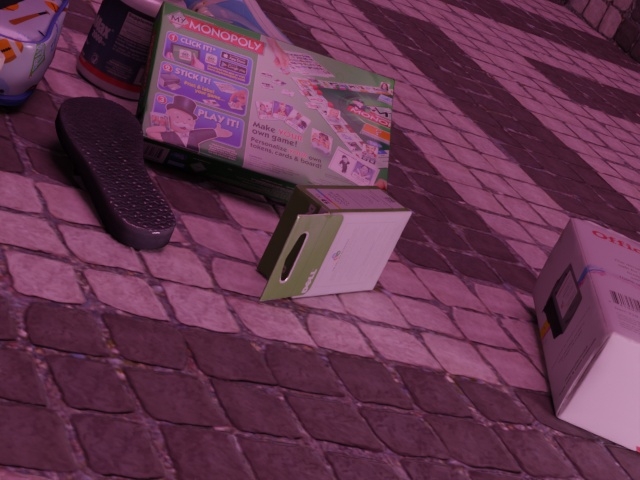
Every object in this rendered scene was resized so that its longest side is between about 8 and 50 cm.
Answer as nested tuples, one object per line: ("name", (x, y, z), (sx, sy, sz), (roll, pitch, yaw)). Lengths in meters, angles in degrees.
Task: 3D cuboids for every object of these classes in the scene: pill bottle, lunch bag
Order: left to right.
("lunch bag", (-0.453, -0.274, 1.668), (0.303, 0.115, 0.243), (22, 26, -10))
("pill bottle", (-0.233, -0.283, 1.855), (0.108, 0.180, 0.108), (24, 20, -9))

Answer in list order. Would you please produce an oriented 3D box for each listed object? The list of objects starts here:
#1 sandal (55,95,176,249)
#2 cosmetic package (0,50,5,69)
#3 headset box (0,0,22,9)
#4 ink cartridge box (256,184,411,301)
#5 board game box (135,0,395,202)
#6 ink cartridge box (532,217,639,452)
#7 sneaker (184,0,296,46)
("sandal", (-0.231, -0.072, 1.558), (0.097, 0.054, 0.254), (6, 38, -29))
("cosmetic package", (-0.459, -0.143, 1.284), (0.309, 0.160, 0.113), (1, 34, -48))
("headset box", (-0.418, -0.294, 1.376), (0.246, 0.283, 0.131), (14, 63, -65))
("ink cartridge box", (0.000, 0.000, 1.567), (0.062, 0.109, 0.209), (39, 24, 29))
("board game box", (-0.064, -0.155, 1.773), (0.317, 0.046, 0.213), (17, 54, -16))
("ink cartridge box", (0.384, 0.123, 1.695), (0.226, 0.131, 0.306), (23, 23, -8))
("sneaker", (-0.169, -0.295, 2.045), (0.208, 0.127, 0.319), (3, 30, -49))
